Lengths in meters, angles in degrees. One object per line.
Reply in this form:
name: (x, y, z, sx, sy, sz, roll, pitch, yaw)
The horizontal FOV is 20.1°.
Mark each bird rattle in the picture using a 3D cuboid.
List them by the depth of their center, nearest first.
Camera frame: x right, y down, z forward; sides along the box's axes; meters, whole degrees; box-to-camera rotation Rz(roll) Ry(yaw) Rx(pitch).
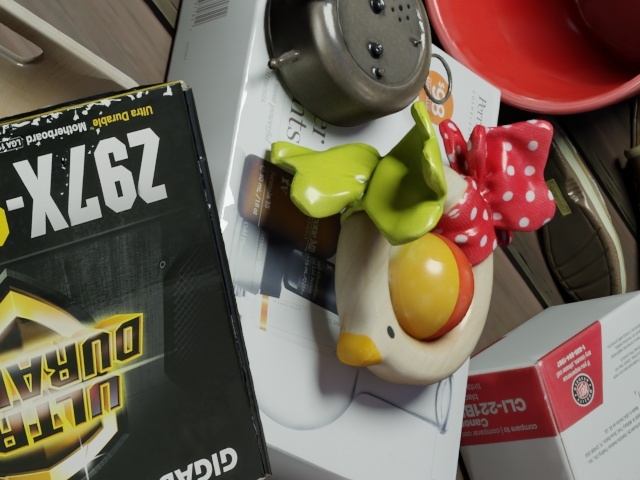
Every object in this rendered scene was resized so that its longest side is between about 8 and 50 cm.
bird rattle: (0.070, 0.002, 1.319, 0.253, 0.143, 0.207, 12, 83, -59)

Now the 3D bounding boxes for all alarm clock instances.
alarm clock: (0.039, -0.146, 1.335, 0.192, 0.064, 0.129, 23, 63, -45)

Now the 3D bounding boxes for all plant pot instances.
plant pot: (0.264, -0.247, 1.604, 0.243, 0.275, 0.275, -7, 86, -58)

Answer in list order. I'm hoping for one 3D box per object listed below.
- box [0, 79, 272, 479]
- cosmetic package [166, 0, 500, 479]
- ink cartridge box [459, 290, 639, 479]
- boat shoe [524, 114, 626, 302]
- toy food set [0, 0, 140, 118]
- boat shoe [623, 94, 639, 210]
box: (-0.187, 0.064, 1.023, 0.322, 0.079, 0.257, -18, 99, -42)
cosmetic package: (0.000, 0.000, 1.370, 0.284, 0.097, 0.377, 30, 60, -42)
ink cartridge box: (0.234, 0.205, 1.556, 0.197, 0.114, 0.273, -26, 99, -48)
boat shoe: (0.237, -0.028, 1.655, 0.072, 0.068, 0.190, -38, 109, -57)
toy food set: (-0.227, -0.008, 1.087, 0.219, 0.092, 0.306, 32, 58, -38)
boat shoe: (0.332, -0.066, 1.757, 0.095, 0.095, 0.257, 21, 59, -27)
